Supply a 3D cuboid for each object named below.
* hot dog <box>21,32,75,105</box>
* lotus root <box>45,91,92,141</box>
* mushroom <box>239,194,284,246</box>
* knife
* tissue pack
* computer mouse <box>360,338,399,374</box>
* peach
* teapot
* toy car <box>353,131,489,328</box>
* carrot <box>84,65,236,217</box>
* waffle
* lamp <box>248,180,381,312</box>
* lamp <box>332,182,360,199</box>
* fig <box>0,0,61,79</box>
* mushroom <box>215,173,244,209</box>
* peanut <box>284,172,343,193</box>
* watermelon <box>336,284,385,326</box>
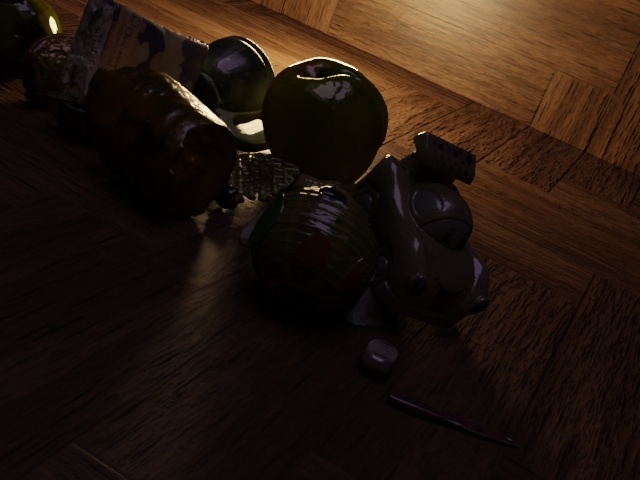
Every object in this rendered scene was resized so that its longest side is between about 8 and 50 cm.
[{"bbox_3d":[-0.611,-0.419,2.065,0.259,0.175,0.114,-10,32,-35],"label":"hot dog"},{"bbox_3d":[-0.554,-0.282,1.969,0.203,0.078,0.183,18,11,-22],"label":"lotus root"},{"bbox_3d":[-0.110,-0.044,1.831,0.084,0.071,0.209,22,28,17],"label":"mushroom"},{"bbox_3d":[0.228,0.309,1.433,0.247,0.018,0.035,21,22,-4],"label":"knife"},{"bbox_3d":[-0.445,-0.421,2.018,0.125,0.242,0.343,28,9,29],"label":"tissue pack"},{"bbox_3d":[0.105,0.213,1.504,0.066,0.039,0.096,25,18,9],"label":"computer mouse"},{"bbox_3d":[0.005,-0.287,2.100,0.314,0.316,0.281,17,26,7],"label":"peach"},{"bbox_3d":[-0.262,-0.376,2.275,0.239,0.322,0.239,-9,19,38],"label":"teapot"},{"bbox_3d":[0.229,-0.019,1.707,0.242,0.226,0.336,20,45,-37],"label":"toy car"},{"bbox_3d":[-0.339,-0.211,1.794,0.241,0.242,0.340,-10,42,-47],"label":"carrot"},{"bbox_3d":[-0.149,-0.154,1.984,0.183,0.036,0.169,21,45,31],"label":"waffle"},{"bbox_3d":[0.000,0.000,1.585,0.250,0.250,0.284,21,55,1],"label":"lamp"},{"bbox_3d":[0.082,-0.048,1.875,0.185,0.161,0.161,2,31,-42],"label":"lamp"},{"bbox_3d":[-0.775,-0.524,2.117,0.239,0.239,0.271,19,5,-3],"label":"fig"},{"bbox_3d":[-0.217,-0.128,1.918,0.061,0.060,0.187,58,7,-34],"label":"mushroom"},{"bbox_3d":[0.003,-0.108,2.003,0.194,0.093,0.083,26,-4,9],"label":"peanut"},{"bbox_3d":[0.071,0.105,1.687,0.094,0.081,0.180,32,17,-44],"label":"watermelon"}]
